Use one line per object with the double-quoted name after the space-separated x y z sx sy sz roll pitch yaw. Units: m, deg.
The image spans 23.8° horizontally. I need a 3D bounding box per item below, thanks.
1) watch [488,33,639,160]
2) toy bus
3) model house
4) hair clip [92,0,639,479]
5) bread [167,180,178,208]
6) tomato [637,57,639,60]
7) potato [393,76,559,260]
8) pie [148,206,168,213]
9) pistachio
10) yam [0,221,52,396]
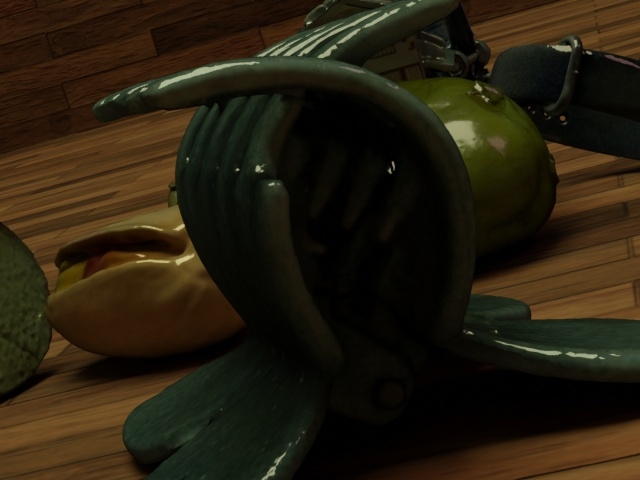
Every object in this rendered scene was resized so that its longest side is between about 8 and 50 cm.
0.232 -0.117 1.300 0.193 0.068 0.206 13 -5 12 "watch"
0.127 -0.297 2.024 0.131 0.297 0.106 -18 9 30 "toy bus"
0.062 -0.186 1.767 0.199 0.215 0.224 -16 11 10 "model house"
0.000 0.000 0.880 0.392 0.238 0.318 -19 9 -10 "hair clip"
-0.036 -0.039 1.515 0.232 0.087 0.128 -12 4 -18 "bread"
0.384 -0.153 1.465 0.174 0.082 0.166 -14 14 -10 "tomato"
0.085 -0.052 1.252 0.186 0.148 0.253 -35 23 -11 "potato"
-0.093 -0.039 1.685 0.218 0.052 0.185 -15 13 19 "pie"
-0.126 0.039 1.204 0.201 0.117 0.145 -18 -30 30 "pistachio"
-0.391 0.076 1.258 0.304 0.168 0.168 -13 11 22 "yam"
